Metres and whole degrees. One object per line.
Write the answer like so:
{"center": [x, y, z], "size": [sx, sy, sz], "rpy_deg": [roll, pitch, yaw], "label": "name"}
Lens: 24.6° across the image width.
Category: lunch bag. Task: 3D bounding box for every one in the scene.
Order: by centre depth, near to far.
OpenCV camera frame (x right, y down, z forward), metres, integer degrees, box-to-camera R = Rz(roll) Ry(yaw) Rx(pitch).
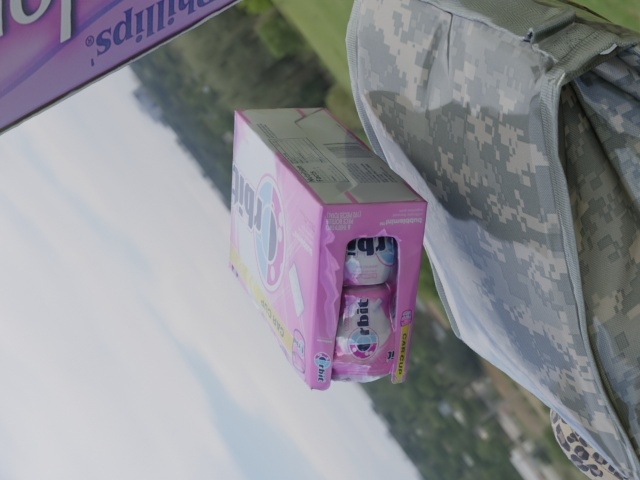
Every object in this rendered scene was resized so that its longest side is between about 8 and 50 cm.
{"center": [0.146, -0.038, 0.872], "size": [0.235, 0.169, 0.287], "rpy_deg": [40, 161, 57], "label": "lunch bag"}

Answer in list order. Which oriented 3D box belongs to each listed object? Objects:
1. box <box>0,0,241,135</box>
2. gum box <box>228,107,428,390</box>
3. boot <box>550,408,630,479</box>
{"center": [-0.182, -0.132, 0.535], "size": [0.243, 0.213, 0.117], "rpy_deg": [25, 136, 35], "label": "box"}
{"center": [0.000, 0.000, 0.854], "size": [0.188, 0.062, 0.107], "rpy_deg": [-130, 40, -62], "label": "gum box"}
{"center": [0.424, 0.200, 1.446], "size": [0.377, 0.138, 0.284], "rpy_deg": [26, 151, -2], "label": "boot"}
